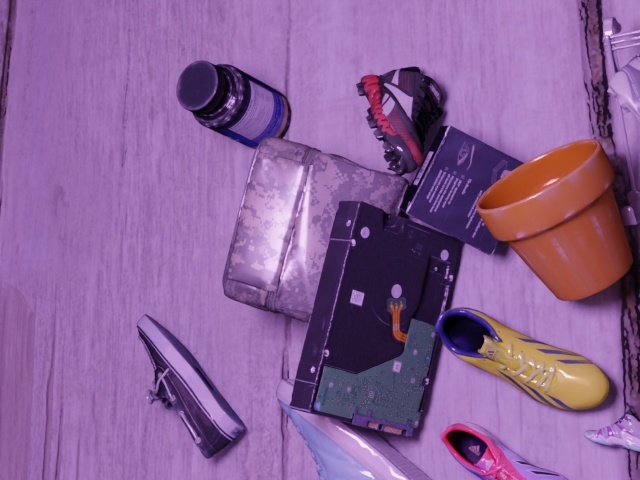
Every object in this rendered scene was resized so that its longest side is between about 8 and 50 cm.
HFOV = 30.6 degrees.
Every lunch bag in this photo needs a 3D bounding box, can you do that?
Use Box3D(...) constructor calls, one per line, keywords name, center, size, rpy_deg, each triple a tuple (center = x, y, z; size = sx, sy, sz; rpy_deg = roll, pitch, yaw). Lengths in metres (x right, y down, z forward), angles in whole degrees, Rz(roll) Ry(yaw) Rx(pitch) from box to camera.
Box3D(name="lunch bag", center=(0.000, 0.000, 1.983), size=(0.256, 0.212, 0.305), rpy_deg=(15, 87, 15))

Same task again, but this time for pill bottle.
Box3D(name="pill bottle", center=(-0.160, -0.251, 2.140), size=(0.123, 0.219, 0.122), rpy_deg=(-8, 74, 31))

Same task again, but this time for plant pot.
Box3D(name="plant pot", center=(0.366, -0.020, 1.749), size=(0.205, 0.205, 0.188), rpy_deg=(-25, 103, 25))

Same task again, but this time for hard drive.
Box3D(name="hard drive", center=(0.091, 0.129, 1.868), size=(0.064, 0.237, 0.338), rpy_deg=(2, 77, 52))

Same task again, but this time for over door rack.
Box3D(name="over door rack", center=(0.559, -0.191, 1.746), size=(0.240, 0.108, 0.324), rpy_deg=(-7, 89, 31))

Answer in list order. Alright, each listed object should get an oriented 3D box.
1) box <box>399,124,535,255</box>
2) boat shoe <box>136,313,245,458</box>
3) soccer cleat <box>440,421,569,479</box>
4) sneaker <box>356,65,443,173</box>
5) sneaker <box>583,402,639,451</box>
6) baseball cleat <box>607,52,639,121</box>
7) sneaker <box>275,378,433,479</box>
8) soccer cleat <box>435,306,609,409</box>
Box3D(name="box", center=(0.234, -0.082, 1.878), size=(0.158, 0.093, 0.156), rpy_deg=(27, 94, -5))
Box3D(name="boat shoe", center=(-0.263, 0.267, 2.142), size=(0.105, 0.113, 0.306), rpy_deg=(-42, 68, 0))
Box3D(name="soccer cleat", center=(0.289, 0.356, 1.775), size=(0.248, 0.095, 0.083), rpy_deg=(33, 97, 34))
Box3D(name="sneaker", center=(0.146, -0.214, 1.966), size=(0.135, 0.097, 0.276), rpy_deg=(-21, 34, 7))
Box3D(name="sneaker", center=(0.444, 0.273, 1.735), size=(0.098, 0.038, 0.069), rpy_deg=(8, 81, 24))
Box3D(name="baseball cleat", center=(0.508, -0.184, 1.674), size=(0.109, 0.072, 0.206), rpy_deg=(-46, 74, 17))
Box3D(name="sneaker", center=(0.033, 0.371, 1.913), size=(0.366, 0.135, 0.150), rpy_deg=(38, 96, 34))
Box3D(name="soccer cleat", center=(0.301, 0.183, 1.795), size=(0.289, 0.121, 0.093), rpy_deg=(24, 91, 34))
